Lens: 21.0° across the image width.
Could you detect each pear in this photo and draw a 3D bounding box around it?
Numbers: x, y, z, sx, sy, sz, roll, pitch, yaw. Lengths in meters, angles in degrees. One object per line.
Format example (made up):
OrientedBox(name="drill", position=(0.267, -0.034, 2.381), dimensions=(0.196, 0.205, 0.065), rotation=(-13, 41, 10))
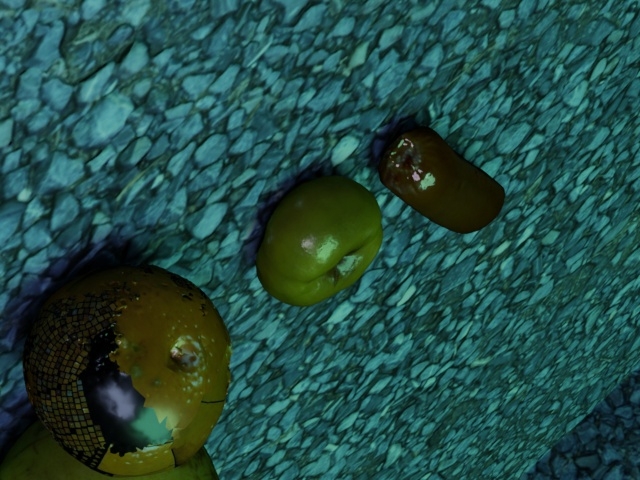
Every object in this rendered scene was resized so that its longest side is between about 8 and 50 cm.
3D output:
OrientedBox(name="pear", position=(-0.248, 0.309, 1.970), dimensions=(0.280, 0.281, 0.281), rotation=(-35, 154, -20))

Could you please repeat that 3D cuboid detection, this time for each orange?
OrientedBox(name="orange", position=(-0.200, 0.137, 1.832), dimensions=(0.182, 0.234, 0.234), rotation=(-21, 173, 37))

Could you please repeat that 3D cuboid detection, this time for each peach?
OrientedBox(name="peach", position=(0.000, 0.000, 2.071), dimensions=(0.179, 0.103, 0.179), rotation=(-33, 155, -18))

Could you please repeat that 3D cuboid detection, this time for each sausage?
OrientedBox(name="sausage", position=(0.163, -0.067, 2.228), dimensions=(0.097, 0.094, 0.348), rotation=(-44, 157, 9))
